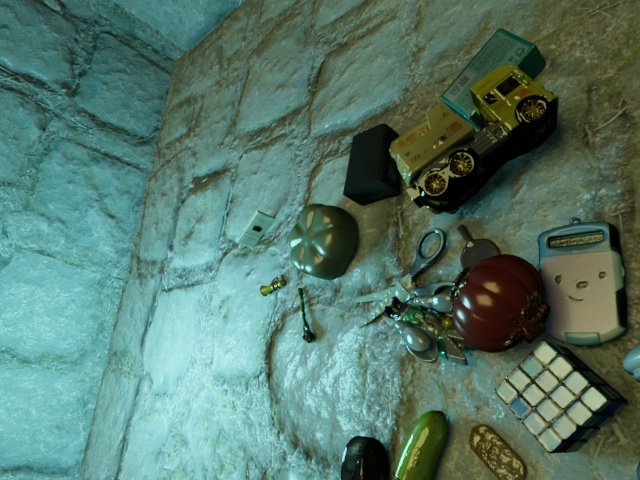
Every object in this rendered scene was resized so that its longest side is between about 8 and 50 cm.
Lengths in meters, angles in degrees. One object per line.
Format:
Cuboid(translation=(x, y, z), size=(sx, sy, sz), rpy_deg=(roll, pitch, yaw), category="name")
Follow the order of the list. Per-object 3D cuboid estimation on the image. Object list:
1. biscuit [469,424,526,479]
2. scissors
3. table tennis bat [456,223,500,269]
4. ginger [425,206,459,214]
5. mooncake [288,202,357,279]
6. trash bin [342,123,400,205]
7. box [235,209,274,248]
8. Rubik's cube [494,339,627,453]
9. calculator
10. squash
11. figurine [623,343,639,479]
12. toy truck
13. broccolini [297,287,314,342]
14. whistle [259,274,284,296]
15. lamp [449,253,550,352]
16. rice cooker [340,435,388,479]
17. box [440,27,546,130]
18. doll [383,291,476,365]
Cuboid(translation=(0.396, 0.483, 1.027), size=(0.071, 0.018, 0.147), rpy_deg=(-58, 41, 12), category="biscuit")
Cuboid(translation=(0.236, 0.144, 1.337), size=(0.383, 0.029, 0.256), rpy_deg=(-33, 55, 36), category="scissors")
Cuboid(translation=(0.378, 0.012, 1.179), size=(0.107, 0.119, 0.170), rpy_deg=(-41, 49, 25), category="table tennis bat")
Cuboid(translation=(0.348, -0.146, 1.318), size=(0.103, 0.073, 0.162), rpy_deg=(-10, 71, 40), category="ginger")
Cuboid(translation=(0.000, 0.000, 1.574), size=(0.275, 0.135, 0.275), rpy_deg=(-19, 64, 43), category="mooncake")
Cuboid(translation=(0.177, -0.252, 1.519), size=(0.165, 0.115, 0.225), rpy_deg=(-15, 59, 43), category="trash bin")
Cuboid(translation=(-0.276, -0.045, 1.911), size=(0.167, 0.090, 0.024), rpy_deg=(-53, 43, 16), category="box")
Cuboid(translation=(0.480, 0.314, 0.916), size=(0.155, 0.151, 0.154), rpy_deg=(-53, 44, 14), category="Rubik's cube")
Cuboid(translation=(0.570, 0.085, 0.998), size=(0.173, 0.051, 0.293), rpy_deg=(-12, 64, 44), category="calculator")
Cuboid(translation=(0.252, 0.504, 1.120), size=(0.095, 0.095, 0.188), rpy_deg=(16, 82, 48), category="squash")
Cuboid(translation=(0.588, 0.317, 0.747), size=(0.205, 0.224, 0.382), rpy_deg=(21, 89, 52), category="figurine")
Cuboid(translation=(0.380, -0.260, 1.172), size=(0.405, 0.180, 0.254), rpy_deg=(-37, 70, 14), category="toy truck")
Cuboid(translation=(-0.056, 0.261, 1.597), size=(0.044, 0.042, 0.218), rpy_deg=(-41, 41, 28), category="broccolini")
Cuboid(translation=(-0.178, 0.174, 1.763), size=(0.109, 0.057, 0.046), rpy_deg=(-27, 99, 26), category="whistle")
Cuboid(translation=(0.398, 0.143, 1.007), size=(0.227, 0.227, 0.227), rpy_deg=(-21, 59, 39), category="lamp")
Cuboid(translation=(0.115, 0.604, 1.199), size=(0.106, 0.112, 0.165), rpy_deg=(-6, 69, 51), category="rice cooker")
Cuboid(translation=(0.485, -0.453, 1.293), size=(0.245, 0.092, 0.153), rpy_deg=(-48, 44, 19), category="box")
Cuboid(translation=(0.268, 0.227, 1.160), size=(0.258, 0.153, 0.195), rpy_deg=(-3, 55, 30), category="doll")
